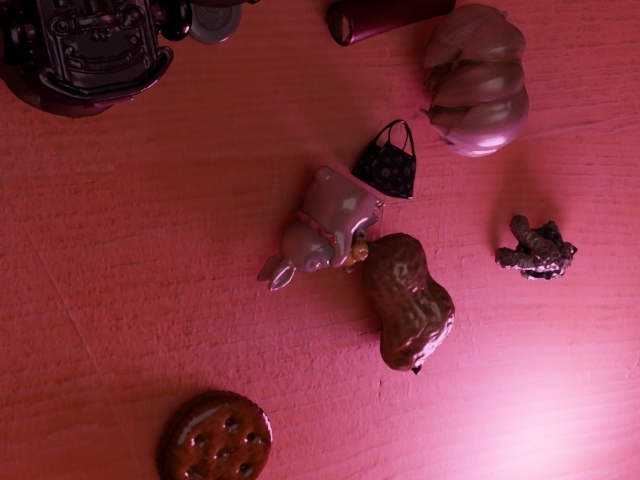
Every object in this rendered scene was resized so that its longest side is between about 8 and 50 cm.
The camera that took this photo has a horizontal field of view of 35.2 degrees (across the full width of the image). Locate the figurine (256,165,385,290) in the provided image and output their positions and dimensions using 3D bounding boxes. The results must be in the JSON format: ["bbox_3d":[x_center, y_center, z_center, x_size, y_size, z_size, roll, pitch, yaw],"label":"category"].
[{"bbox_3d":[0.000,0.000,1.782,0.155,0.127,0.235,28,94,-47],"label":"figurine"}]

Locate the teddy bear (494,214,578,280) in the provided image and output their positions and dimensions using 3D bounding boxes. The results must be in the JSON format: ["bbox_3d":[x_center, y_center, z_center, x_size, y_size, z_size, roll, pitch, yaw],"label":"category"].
[{"bbox_3d":[0.477,0.028,2.117,0.213,0.111,0.133,16,100,-36],"label":"teddy bear"}]

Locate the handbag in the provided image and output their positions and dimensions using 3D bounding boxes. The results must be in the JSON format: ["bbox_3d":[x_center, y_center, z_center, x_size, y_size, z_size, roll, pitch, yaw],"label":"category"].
[{"bbox_3d":[0.131,-0.156,1.855,0.115,0.072,0.139,27,77,-36],"label":"handbag"}]

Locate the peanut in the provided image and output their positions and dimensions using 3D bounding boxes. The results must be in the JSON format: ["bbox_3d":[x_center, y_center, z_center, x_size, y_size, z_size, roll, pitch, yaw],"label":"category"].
[{"bbox_3d":[0.170,0.114,1.915,0.159,0.143,0.291,-16,117,-3],"label":"peanut"}]

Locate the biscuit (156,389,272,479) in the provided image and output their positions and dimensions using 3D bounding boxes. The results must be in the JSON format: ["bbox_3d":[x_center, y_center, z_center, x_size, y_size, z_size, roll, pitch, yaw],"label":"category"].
[{"bbox_3d":[-0.187,0.373,1.808,0.220,0.066,0.220,-12,112,-30],"label":"biscuit"}]

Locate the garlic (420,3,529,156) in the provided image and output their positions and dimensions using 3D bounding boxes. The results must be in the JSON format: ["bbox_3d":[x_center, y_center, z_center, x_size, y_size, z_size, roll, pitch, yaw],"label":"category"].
[{"bbox_3d":[0.280,-0.265,1.824,0.203,0.184,0.281,-17,138,-10],"label":"garlic"}]

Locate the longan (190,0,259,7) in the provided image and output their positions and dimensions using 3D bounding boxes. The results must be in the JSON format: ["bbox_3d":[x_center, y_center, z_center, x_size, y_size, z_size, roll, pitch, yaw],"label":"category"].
[{"bbox_3d":[-0.121,-0.470,1.462,0.300,0.243,0.300,-26,139,-25],"label":"longan"}]

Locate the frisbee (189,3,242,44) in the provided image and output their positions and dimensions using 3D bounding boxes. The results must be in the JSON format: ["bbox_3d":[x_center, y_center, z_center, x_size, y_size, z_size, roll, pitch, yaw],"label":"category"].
[{"bbox_3d":[-0.172,-0.366,1.601,0.110,0.014,0.110,-11,111,-31],"label":"frisbee"}]

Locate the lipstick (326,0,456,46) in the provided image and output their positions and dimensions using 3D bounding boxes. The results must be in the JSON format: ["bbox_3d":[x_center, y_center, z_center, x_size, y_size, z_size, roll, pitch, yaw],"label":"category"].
[{"bbox_3d":[0.125,-0.403,1.752,0.241,0.080,0.080,-24,118,-26],"label":"lipstick"}]

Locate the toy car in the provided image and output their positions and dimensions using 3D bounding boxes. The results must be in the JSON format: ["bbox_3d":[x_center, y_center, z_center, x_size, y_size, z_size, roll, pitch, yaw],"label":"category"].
[{"bbox_3d":[-0.346,-0.335,1.362,0.271,0.240,0.340,-15,102,-32],"label":"toy car"}]
